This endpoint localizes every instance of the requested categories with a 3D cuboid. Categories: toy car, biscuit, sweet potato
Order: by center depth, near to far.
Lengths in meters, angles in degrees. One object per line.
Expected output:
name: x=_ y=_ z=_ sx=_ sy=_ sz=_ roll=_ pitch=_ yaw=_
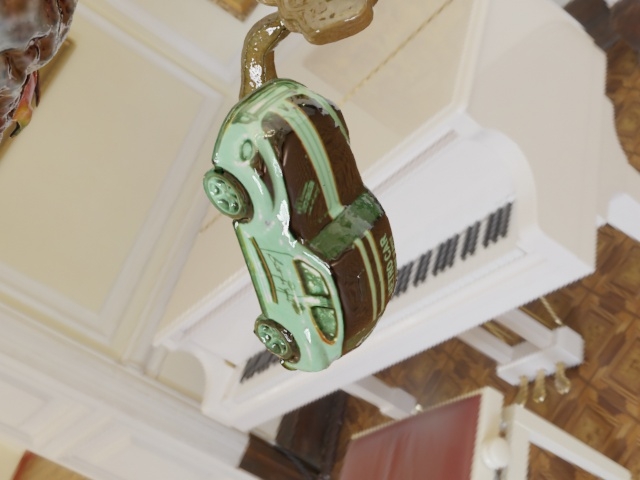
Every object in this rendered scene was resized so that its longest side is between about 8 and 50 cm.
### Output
toy car: x=0.000 y=0.000 z=0.760 sx=0.125 sy=0.306 sz=0.136 roll=19 pitch=46 yaw=36
biscuit: x=0.001 y=-0.379 z=0.998 sx=0.047 sy=0.183 sz=0.320 roll=66 pitch=-146 yaw=-59
sweet potato: x=-0.090 y=-0.283 z=1.292 sx=0.062 sy=0.081 sz=0.233 roll=-75 pitch=-1 yaw=-52

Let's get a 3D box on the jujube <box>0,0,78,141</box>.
jujube: x=-0.320 y=-0.157 z=0.618 sx=0.317 sy=0.226 sz=0.226 roll=-40 pitch=26 yaw=48

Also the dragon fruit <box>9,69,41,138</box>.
dragon fruit: x=-0.572 y=-0.263 z=1.310 sx=0.224 sy=0.224 sz=0.227 roll=-82 pitch=5 yaw=-50
